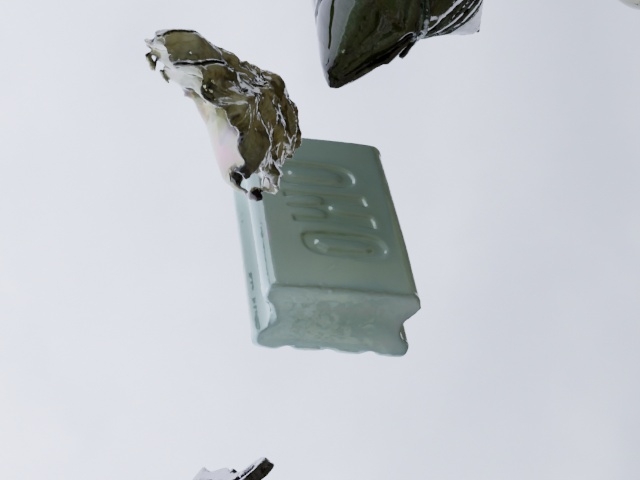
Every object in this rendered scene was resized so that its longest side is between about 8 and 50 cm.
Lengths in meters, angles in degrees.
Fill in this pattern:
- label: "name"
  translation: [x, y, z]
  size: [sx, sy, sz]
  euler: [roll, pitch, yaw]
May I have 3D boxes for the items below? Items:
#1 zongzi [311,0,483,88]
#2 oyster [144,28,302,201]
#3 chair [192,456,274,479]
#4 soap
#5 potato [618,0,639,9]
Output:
- label: "zongzi"
  translation: [0.124, -0.323, 1.844]
  size: [0.362, 0.319, 0.383]
  euler: [38, -169, -32]
- label: "oyster"
  translation: [-0.052, -0.087, 0.987]
  size: [0.133, 0.072, 0.209]
  euler: [50, 175, 18]
- label: "chair"
  translation: [-0.063, 0.224, 1.060]
  size: [0.113, 0.229, 0.106]
  euler: [46, -108, -6]
- label: "soap"
  translation: [0.000, 0.000, 1.562]
  size: [0.265, 0.159, 0.087]
  euler: [-101, 19, -52]
- label: "potato"
  translation: [0.425, -0.356, 1.559]
  size: [0.243, 0.326, 0.221]
  euler: [7, -125, -39]
